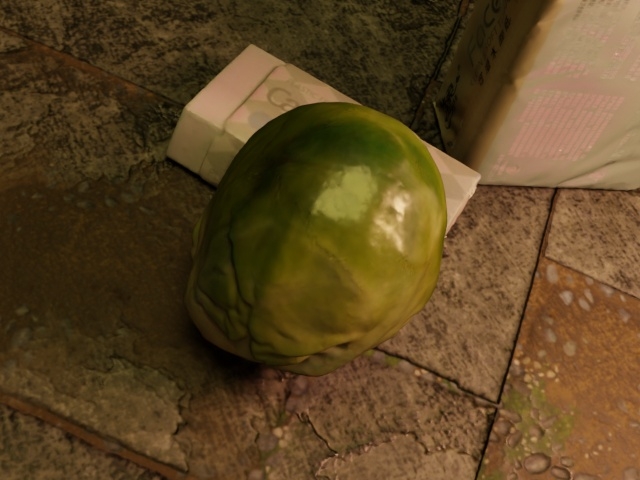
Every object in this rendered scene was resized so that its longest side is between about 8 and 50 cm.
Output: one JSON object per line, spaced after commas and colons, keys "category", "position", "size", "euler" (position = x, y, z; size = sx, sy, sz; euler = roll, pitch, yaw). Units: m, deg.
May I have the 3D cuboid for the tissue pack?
{"category": "tissue pack", "position": [0.380, -0.265, 1.193], "size": [0.332, 0.404, 0.205], "euler": [0, 55, -13]}

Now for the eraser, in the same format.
{"category": "eraser", "position": [0.004, -0.103, 1.195], "size": [0.397, 0.082, 0.213], "euler": [31, 56, 8]}

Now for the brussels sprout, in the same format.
{"category": "brussels sprout", "position": [0.000, 0.000, 1.007], "size": [0.268, 0.344, 0.344], "euler": [27, 52, -26]}
